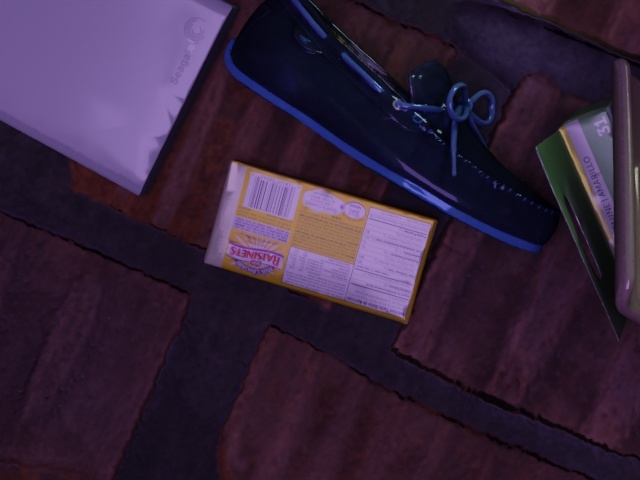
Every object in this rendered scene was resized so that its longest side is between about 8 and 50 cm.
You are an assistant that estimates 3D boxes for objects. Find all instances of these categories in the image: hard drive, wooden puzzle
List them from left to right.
[{"bbox_3d":[-0.259,-0.204,1.291,0.307,0.040,0.203,28,100,5],"label":"hard drive"},{"bbox_3d":[0.298,-0.006,1.112,0.044,0.239,0.221,-18,55,38],"label":"wooden puzzle"}]

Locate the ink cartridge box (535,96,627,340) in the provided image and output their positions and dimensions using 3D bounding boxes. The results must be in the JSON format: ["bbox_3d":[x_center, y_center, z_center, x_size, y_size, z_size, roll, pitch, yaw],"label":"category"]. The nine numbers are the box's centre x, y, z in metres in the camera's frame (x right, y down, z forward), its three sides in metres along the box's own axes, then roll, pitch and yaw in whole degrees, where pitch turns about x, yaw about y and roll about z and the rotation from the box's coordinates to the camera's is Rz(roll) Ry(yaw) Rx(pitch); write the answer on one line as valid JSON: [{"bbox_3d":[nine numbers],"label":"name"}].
[{"bbox_3d":[0.251,-0.027,1.136,0.056,0.235,0.171,-23,93,18],"label":"ink cartridge box"}]

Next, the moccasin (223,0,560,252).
[{"bbox_3d":[0.075,-0.115,1.204,0.342,0.138,0.117,33,96,2],"label":"moccasin"}]

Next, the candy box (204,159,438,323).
[{"bbox_3d":[0.000,0.000,1.283,0.206,0.027,0.105,17,102,6],"label":"candy box"}]
